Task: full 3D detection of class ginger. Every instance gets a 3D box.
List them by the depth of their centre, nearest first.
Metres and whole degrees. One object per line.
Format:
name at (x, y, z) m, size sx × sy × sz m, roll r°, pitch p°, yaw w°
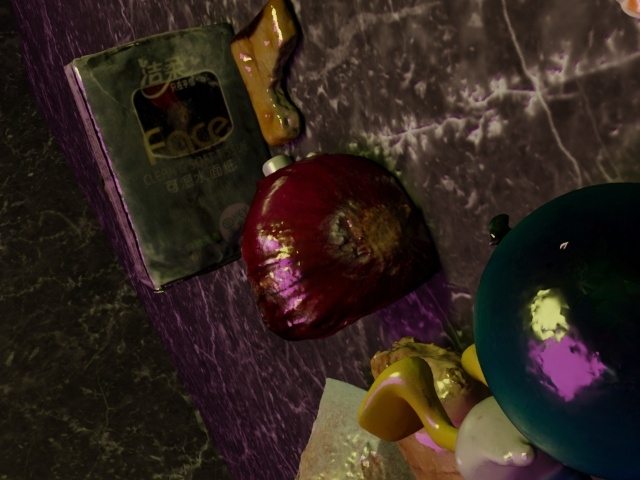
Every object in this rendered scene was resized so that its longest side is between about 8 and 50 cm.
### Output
ginger at (0.161, 0.296, 0.816) m, size 0.236 × 0.166 × 0.375 m, roll -6°, pitch 94°, yaw 50°

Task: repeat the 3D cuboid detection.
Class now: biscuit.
biscuit at (-0.062, -0.224, 0.967) m, size 0.174 × 0.039 × 0.183 m, roll -3°, pitch 109°, yaw 62°

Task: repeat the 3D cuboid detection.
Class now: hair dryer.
hair dryer at (-0.033, -0.099, 1.010) m, size 0.082 × 0.047 × 0.137 m, roll 64°, pitch 149°, yaw 8°

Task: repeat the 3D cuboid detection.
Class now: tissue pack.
tissue pack at (-0.215, -0.133, 1.088) m, size 0.122 × 0.259 × 0.361 m, roll 10°, pitch 118°, yaw 57°

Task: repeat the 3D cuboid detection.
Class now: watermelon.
watermelon at (0.054, 0.400, 1.008) m, size 0.387 × 0.258 × 0.228 m, roll 61°, pitch 153°, yaw 21°

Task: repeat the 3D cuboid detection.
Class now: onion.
onion at (-0.005, 0.001, 0.857) m, size 0.216 × 0.207 × 0.206 m, roll -24°, pitch 93°, yaw 60°

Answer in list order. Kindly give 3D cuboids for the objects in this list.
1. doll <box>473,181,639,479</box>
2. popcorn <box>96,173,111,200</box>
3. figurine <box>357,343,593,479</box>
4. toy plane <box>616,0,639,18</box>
doll at (0.231, 0.082, 0.455) m, size 0.322 × 0.198 × 0.186 m, roll 40°, pitch -179°, yaw 32°
popcorn at (-0.317, -0.163, 1.306) m, size 0.249 × 0.225 × 0.249 m, roll 50°, pitch 150°, yaw 43°
figurine at (0.204, 0.264, 0.576) m, size 0.283 × 0.204 × 0.338 m, roll 52°, pitch -172°, yaw -30°
toy plane at (0.243, -0.156, 0.324) m, size 0.244 × 0.117 × 0.245 m, roll 42°, pitch 144°, yaw 40°
